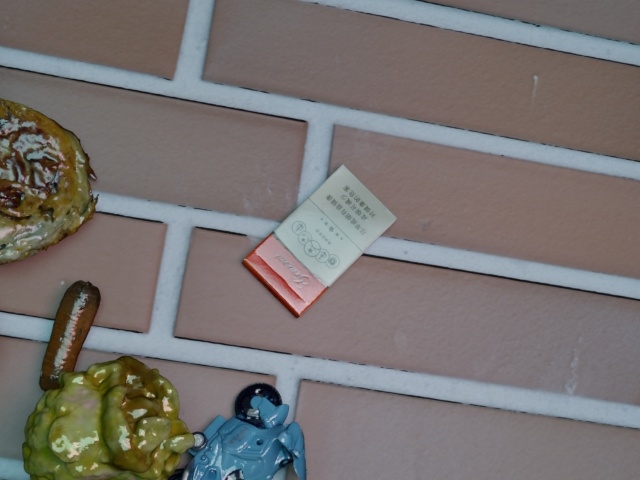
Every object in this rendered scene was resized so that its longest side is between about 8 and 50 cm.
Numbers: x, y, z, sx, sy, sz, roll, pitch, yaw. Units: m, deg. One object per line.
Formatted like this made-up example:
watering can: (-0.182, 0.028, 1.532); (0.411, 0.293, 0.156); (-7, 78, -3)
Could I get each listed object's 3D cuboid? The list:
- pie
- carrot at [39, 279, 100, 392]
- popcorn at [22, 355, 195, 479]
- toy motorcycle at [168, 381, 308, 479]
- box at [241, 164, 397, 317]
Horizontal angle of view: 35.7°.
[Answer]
pie: (-0.505, -0.092, 1.576); (0.308, 0.085, 0.308); (8, 62, -16)
carrot: (-0.400, 0.152, 1.569); (0.060, 0.060, 0.186); (20, 80, -5)
popcorn: (-0.311, 0.279, 1.467); (0.259, 0.259, 0.212); (-9, 54, -11)
toy motorcycle: (-0.124, 0.361, 1.543); (0.182, 0.124, 0.272); (36, 71, 22)
box: (0.000, 0.000, 1.678); (0.139, 0.035, 0.245); (44, 75, 1)
